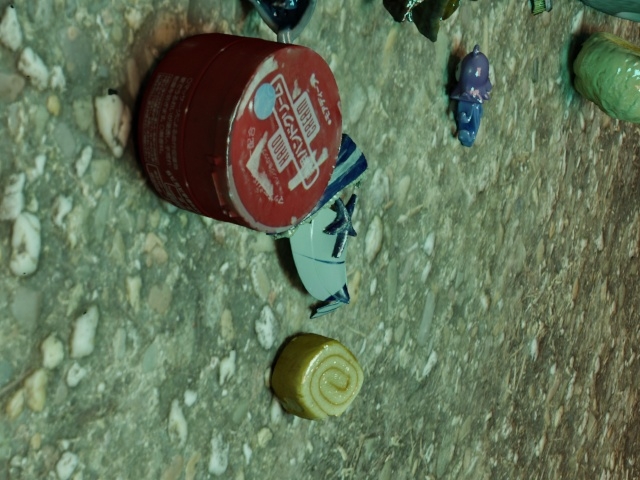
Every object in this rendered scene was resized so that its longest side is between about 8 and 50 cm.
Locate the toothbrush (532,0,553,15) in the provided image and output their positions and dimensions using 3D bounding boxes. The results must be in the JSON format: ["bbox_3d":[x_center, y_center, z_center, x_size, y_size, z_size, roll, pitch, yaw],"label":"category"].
[{"bbox_3d":[0.358,-0.571,1.762,0.035,0.042,0.413,-95,166,-47],"label":"toothbrush"}]

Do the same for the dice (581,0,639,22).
[{"bbox_3d":[0.708,-0.612,1.987,0.330,0.348,0.327,6,96,-61],"label":"dice"}]

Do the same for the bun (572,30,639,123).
[{"bbox_3d":[0.627,-0.329,2.069,0.244,0.244,0.153,-2,121,-55],"label":"bun"}]

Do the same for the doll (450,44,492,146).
[{"bbox_3d":[0.256,-0.241,1.708,0.110,0.067,0.205,-59,155,-47],"label":"doll"}]

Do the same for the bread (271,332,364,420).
[{"bbox_3d":[-0.009,0.203,1.477,0.122,0.073,0.149,-58,139,-17],"label":"bread"}]

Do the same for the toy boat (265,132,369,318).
[{"bbox_3d":[0.015,-0.026,1.438,0.210,0.070,0.291,-55,144,-21],"label":"toy boat"}]

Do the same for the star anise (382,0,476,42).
[{"bbox_3d":[0.165,-0.456,1.461,0.332,0.118,0.331,-37,138,-42],"label":"star anise"}]

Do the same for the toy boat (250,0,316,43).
[{"bbox_3d":[-0.064,-0.368,1.151,0.142,0.129,0.309,-54,142,-47],"label":"toy boat"}]

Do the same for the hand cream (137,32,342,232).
[{"bbox_3d":[-0.093,-0.128,1.176,0.230,0.149,0.230,-25,121,-51],"label":"hand cream"}]
